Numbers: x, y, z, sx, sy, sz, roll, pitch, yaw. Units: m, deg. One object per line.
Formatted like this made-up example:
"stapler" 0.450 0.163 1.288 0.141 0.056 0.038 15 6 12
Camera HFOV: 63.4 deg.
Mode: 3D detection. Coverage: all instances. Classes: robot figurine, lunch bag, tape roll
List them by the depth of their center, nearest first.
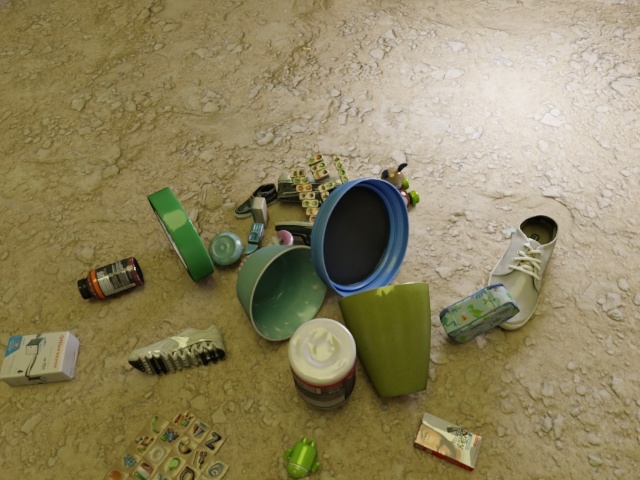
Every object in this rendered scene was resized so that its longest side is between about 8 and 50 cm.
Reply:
"robot figurine" -0.051 0.600 1.419 0.101 0.067 0.115 27 60 -2
"lunch bag" 0.475 0.222 1.554 0.219 0.176 0.090 -34 55 19
"tape roll" -0.460 -0.018 1.711 0.077 0.321 0.321 -29 59 -17

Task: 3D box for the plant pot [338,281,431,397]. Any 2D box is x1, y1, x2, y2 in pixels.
"plant pot" 0.211 0.296 1.511 0.274 0.275 0.294 -9 75 -3

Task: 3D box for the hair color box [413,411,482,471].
"hair color box" 0.352 0.556 1.434 0.167 0.053 0.093 18 60 16

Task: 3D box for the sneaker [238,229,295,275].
"sneaker" -0.173 0.072 1.776 0.236 0.104 0.095 -38 55 5

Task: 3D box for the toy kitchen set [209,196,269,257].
"toy kitchen set" -0.288 -0.042 1.837 0.165 0.122 0.207 5 56 7

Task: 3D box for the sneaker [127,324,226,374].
"sneaker" -0.445 0.336 1.611 0.291 0.110 0.118 -7 48 -11

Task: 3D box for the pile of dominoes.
"pile of dominoes" 0.012 -0.185 1.843 0.195 0.040 0.251 -22 74 2

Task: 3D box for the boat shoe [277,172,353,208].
"boat shoe" 0.000 -0.168 1.925 0.334 0.121 0.119 6 74 11

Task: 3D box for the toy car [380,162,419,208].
"toy car" 0.268 -0.201 1.871 0.155 0.188 0.149 -23 57 -11

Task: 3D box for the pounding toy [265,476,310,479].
"pounding toy" -0.024 0.695 1.300 0.269 0.155 0.154 5 52 7

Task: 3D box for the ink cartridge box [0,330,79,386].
"ink cartridge box" -0.875 0.369 1.621 0.190 0.082 0.140 -7 56 1

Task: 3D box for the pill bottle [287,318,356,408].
"pill bottle" 0.010 0.358 1.428 0.176 0.319 0.177 -2 56 2

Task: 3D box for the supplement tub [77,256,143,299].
"supplement tub" -0.712 0.134 1.756 0.197 0.106 0.106 -19 57 -9

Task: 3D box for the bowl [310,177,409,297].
"bowl" 0.128 -0.008 1.651 0.391 0.391 0.077 -45 36 -24

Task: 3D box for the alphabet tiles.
"alphabet tiles" -0.432 0.653 1.443 0.285 0.011 0.343 27 61 19

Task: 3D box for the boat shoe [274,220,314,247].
"boat shoe" 0.001 0.000 1.799 0.339 0.127 0.113 7 89 3

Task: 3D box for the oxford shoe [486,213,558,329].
"oxford shoe" 0.663 0.084 1.692 0.169 0.130 0.449 25 63 15

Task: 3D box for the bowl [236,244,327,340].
"bowl" -0.141 0.138 1.628 0.163 0.312 0.311 25 59 41

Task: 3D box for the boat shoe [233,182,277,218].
"boat shoe" -0.245 -0.153 1.934 0.183 0.083 0.065 -28 58 -14

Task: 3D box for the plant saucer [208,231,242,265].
"plant saucer" -0.328 0.025 1.772 0.119 0.021 0.120 -1 76 6
